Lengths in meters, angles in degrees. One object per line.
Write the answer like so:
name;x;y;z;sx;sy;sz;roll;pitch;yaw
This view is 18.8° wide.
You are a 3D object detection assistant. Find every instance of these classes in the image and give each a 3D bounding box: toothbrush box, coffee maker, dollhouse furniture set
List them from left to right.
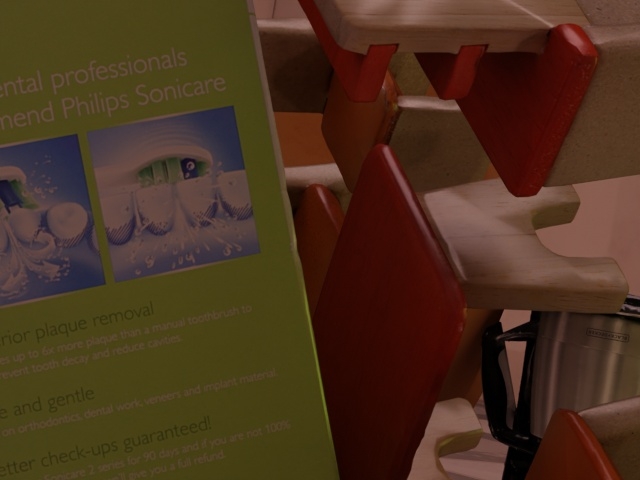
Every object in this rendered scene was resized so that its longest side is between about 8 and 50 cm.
toothbrush box;-0.089;0.005;0.652;0.122;0.283;0.206;-13;4;-16
dollhouse furniture set;0.028;0.008;0.632;0.135;0.259;0.262;-4;45;-23
coffee maker;0.172;0.121;1.144;0.120;0.178;0.171;12;3;37

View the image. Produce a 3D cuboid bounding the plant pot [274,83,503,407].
plant pot;0.000;0.000;1.191;0.291;0.291;0.203;10;-32;-18
